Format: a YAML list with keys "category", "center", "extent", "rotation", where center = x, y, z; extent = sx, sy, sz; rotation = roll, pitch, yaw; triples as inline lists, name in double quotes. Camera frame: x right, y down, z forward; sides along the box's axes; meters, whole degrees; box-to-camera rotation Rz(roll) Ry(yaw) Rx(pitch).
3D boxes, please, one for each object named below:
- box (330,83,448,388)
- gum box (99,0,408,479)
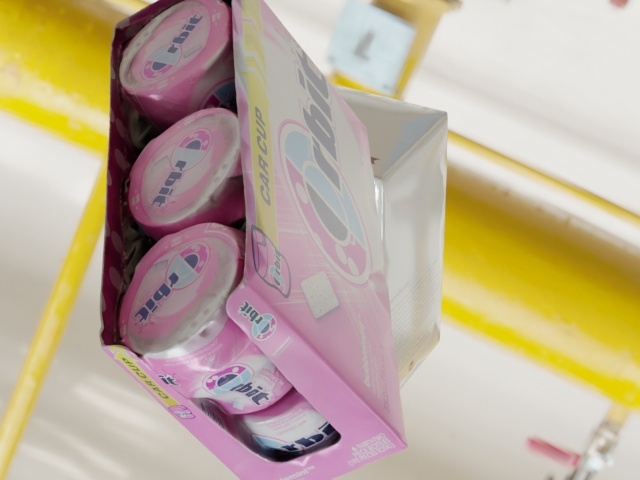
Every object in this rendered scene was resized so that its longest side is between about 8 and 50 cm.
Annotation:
- category: "box"
  center: [0.000, 0.000, 0.908]
  extent: [0.130, 0.170, 0.091]
  rotation: [17, -144, 24]
- category: "gum box"
  center: [-0.026, -0.003, 0.567]
  extent: [0.107, 0.062, 0.188]
  rotation: [48, -155, -39]
